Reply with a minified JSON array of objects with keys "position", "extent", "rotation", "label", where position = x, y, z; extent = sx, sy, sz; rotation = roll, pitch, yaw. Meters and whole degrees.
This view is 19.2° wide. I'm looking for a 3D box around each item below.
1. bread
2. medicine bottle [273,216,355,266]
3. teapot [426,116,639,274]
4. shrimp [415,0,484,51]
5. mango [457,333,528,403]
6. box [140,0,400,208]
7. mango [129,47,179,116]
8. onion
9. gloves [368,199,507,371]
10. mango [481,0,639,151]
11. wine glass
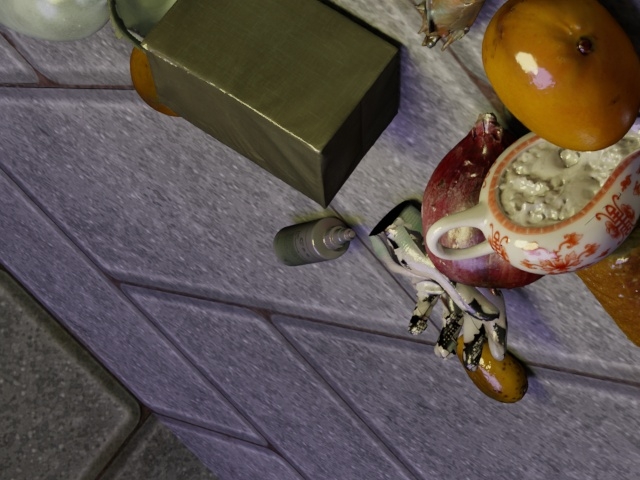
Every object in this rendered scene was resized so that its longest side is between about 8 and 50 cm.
[{"position":[0.329,0.034,1.882],"extent":[0.172,0.103,0.132],"rotation":[48,160,-30],"label":"bread"},{"position":[0.000,0.000,2.464],"extent":[0.057,0.058,0.199],"rotation":[44,161,-15],"label":"medicine bottle"},{"position":[0.218,-0.035,1.804],"extent":[0.116,0.245,0.159],"rotation":[49,-163,-58],"label":"teapot"},{"position":[0.102,-0.256,1.726],"extent":[0.143,0.052,0.251],"rotation":[44,155,15],"label":"shrimp"},{"position":[0.221,0.165,2.454],"extent":[0.114,0.057,0.079],"rotation":[45,166,7],"label":"mango"},{"position":[-0.048,-0.176,2.010],"extent":[0.231,0.155,0.149],"rotation":[32,163,14],"label":"box"},{"position":[-0.167,-0.207,2.253],"extent":[0.115,0.090,0.178],"rotation":[48,152,-6],"label":"mango"},{"position":[0.177,-0.045,1.928],"extent":[0.159,0.159,0.195],"rotation":[22,126,39],"label":"onion"},{"position":[0.153,0.053,2.246],"extent":[0.212,0.111,0.127],"rotation":[44,136,-8],"label":"gloves"},{"position":[0.219,-0.145,1.680],"extent":[0.144,0.112,0.219],"rotation":[29,171,23],"label":"mango"},{"position":[-0.267,-0.287,2.164],"extent":[0.321,0.143,0.143],"rotation":[14,150,49],"label":"wine glass"}]
